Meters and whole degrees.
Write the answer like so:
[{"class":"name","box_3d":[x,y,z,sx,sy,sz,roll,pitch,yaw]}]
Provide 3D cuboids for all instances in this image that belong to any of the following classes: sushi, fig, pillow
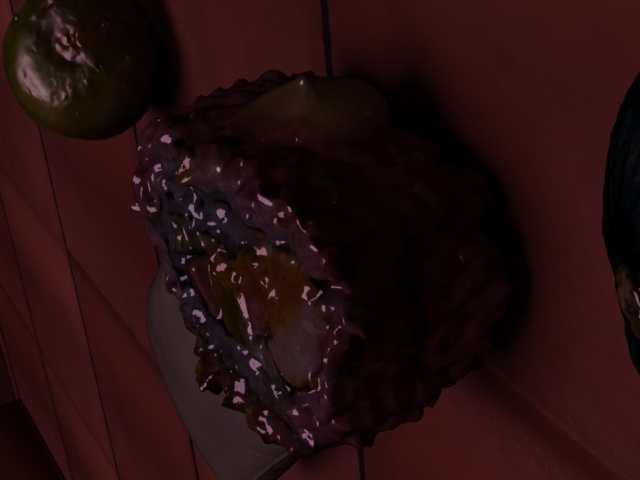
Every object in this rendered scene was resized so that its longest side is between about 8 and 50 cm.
[{"class":"sushi","box_3d":[0.000,0.000,0.757,0.270,0.171,0.236,32,136,53]},{"class":"fig","box_3d":[-0.253,-0.180,1.190,0.233,0.167,0.167,-24,86,61]},{"class":"pillow","box_3d":[-0.080,0.099,1.074,0.255,0.120,0.322,65,156,11]}]

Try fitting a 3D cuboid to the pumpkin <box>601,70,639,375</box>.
[{"class":"pumpkin","box_3d":[0.168,0.005,0.399,0.194,0.150,0.194,52,156,35]}]
